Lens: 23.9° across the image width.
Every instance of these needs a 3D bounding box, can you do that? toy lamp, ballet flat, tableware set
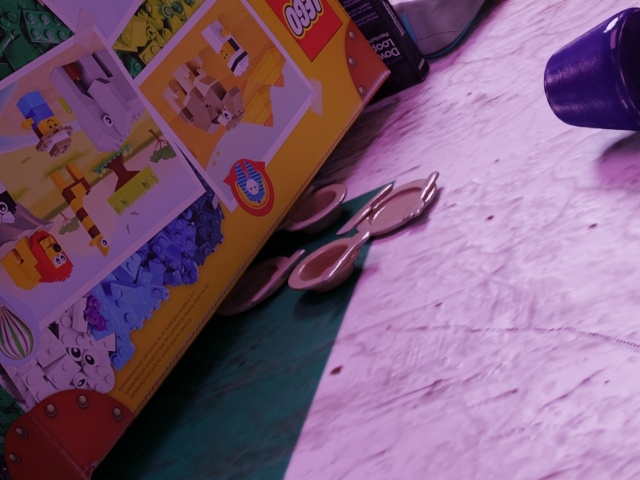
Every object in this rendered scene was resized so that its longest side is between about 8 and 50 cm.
[{"bbox_3d":[0.251,-0.113,0.863,0.274,0.080,0.080,-9,31,45],"label":"toy lamp"},{"bbox_3d":[0.130,-0.241,1.347,0.072,0.068,0.213,-14,27,42],"label":"ballet flat"},{"bbox_3d":[0.000,0.000,1.055,0.168,0.020,0.141,-10,30,48],"label":"tableware set"}]

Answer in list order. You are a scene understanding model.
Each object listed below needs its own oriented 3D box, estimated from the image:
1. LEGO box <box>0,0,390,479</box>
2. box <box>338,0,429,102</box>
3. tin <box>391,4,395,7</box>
[{"bbox_3d":[-0.210,-0.104,1.073,0.193,0.372,0.500,-25,21,40],"label":"LEGO box"},{"bbox_3d":[0.003,-0.184,1.271,0.116,0.162,0.029,-21,26,31],"label":"box"},{"bbox_3d":[-0.008,-0.178,1.375,0.189,0.040,0.106,-14,-6,41],"label":"tin"}]
